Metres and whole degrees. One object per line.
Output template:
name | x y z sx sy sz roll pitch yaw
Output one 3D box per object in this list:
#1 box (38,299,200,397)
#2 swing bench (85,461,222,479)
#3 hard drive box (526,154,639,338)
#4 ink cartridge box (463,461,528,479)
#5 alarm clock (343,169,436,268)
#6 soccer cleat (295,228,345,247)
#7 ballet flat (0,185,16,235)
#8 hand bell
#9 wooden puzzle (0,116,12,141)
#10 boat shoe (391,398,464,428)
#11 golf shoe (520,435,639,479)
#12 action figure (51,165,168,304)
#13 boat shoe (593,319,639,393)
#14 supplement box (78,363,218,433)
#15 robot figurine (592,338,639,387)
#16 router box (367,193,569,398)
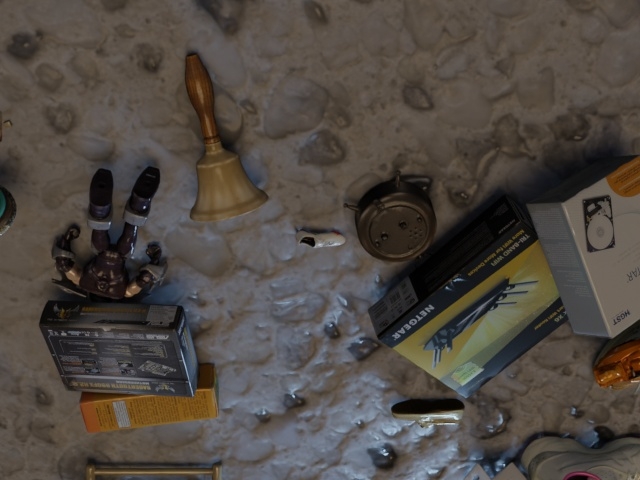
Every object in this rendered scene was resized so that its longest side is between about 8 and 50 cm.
box | -0.328 0.181 1.745 0.231 0.056 0.183 1 137 8
swing bench | -0.311 0.557 1.960 0.253 0.165 0.254 2 126 -6
hard drive box | 0.448 0.007 1.651 0.181 0.089 0.232 -30 105 -25
ink cartridge box | 0.358 0.487 1.971 0.061 0.181 0.104 -32 160 -25
alarm clock | 0.133 -0.014 1.714 0.129 0.064 0.192 -32 121 14
soccer cleat | 0.000 0.000 1.724 0.083 0.035 0.029 7 119 -8
ballet flat | -0.691 -0.023 1.610 0.483 0.164 0.182 4 142 0
hand bell | -0.167 -0.161 1.593 0.126 0.126 0.242 -12 109 3
wooden puzzle | -0.510 -0.174 1.599 0.083 0.006 0.049 4 120 -7
boat shoe | 0.195 0.319 1.918 0.135 0.050 0.045 0 115 -4
golf shoe | 0.533 0.444 1.967 0.306 0.140 0.115 1 119 -6
action figure | -0.328 0.012 1.673 0.185 0.099 0.285 8 134 -16
boat shoe | 0.605 0.180 1.844 0.285 0.089 0.104 -41 115 19
supplement box | -0.295 0.275 1.840 0.233 0.078 0.080 -8 121 1
robot figurine | 0.581 0.134 1.768 0.291 0.085 0.211 -25 80 20
router box | 0.273 0.101 1.756 0.309 0.081 0.243 -42 125 19
